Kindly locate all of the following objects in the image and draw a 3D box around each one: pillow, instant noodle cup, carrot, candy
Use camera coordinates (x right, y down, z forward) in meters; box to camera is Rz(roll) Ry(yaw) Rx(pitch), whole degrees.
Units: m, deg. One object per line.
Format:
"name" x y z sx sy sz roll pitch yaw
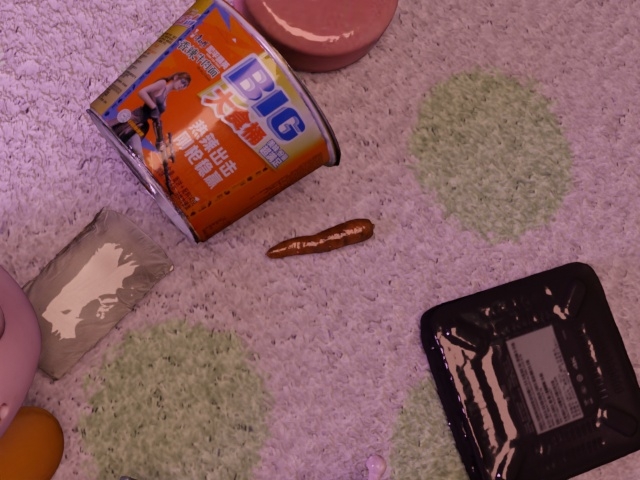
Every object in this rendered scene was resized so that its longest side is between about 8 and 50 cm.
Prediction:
"pillow" -0.314 0.067 1.291 0.128 0.051 0.229 44 75 2
"instant noodle cup" -0.147 -0.144 1.263 0.214 0.296 0.296 -40 89 -9
"carrot" 0.001 0.001 1.384 0.165 0.035 0.035 -17 83 -13
"candy" -0.006 -0.377 1.429 0.255 0.094 0.255 2 78 -11

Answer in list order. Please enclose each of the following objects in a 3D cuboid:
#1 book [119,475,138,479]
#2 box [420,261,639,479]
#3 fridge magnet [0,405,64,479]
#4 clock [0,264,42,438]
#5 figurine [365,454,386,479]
"book" -0.200 0.448 1.168 0.215 0.025 0.282 35 58 -41
"box" 0.310 0.198 1.390 0.289 0.073 0.290 -16 83 -15
"fridge magnet" -0.382 0.268 1.205 0.063 0.143 0.143 25 69 37
"clock" -0.487 0.176 1.063 0.250 0.368 0.376 44 40 -21
"figurine" 0.065 0.475 1.216 0.211 0.253 0.361 -27 94 -60
